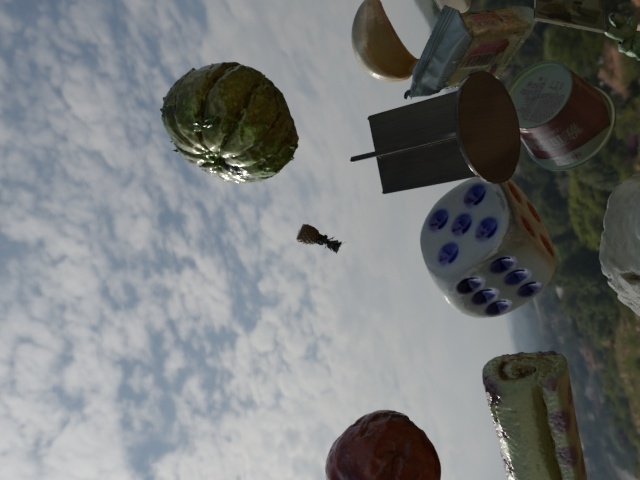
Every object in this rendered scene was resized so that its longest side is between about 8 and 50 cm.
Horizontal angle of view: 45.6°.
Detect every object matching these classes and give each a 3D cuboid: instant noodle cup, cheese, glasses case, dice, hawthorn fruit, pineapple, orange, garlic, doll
[{"bbox_3d":[0.553,-0.305,1.808,0.178,0.234,0.235,27,-137,-41],"label":"instant noodle cup"},{"bbox_3d":[0.698,0.021,1.448,0.332,0.292,0.153,30,172,-12],"label":"cheese"},{"bbox_3d":[0.301,-0.637,1.865,0.196,0.083,0.050,47,-142,-37],"label":"glasses case"},{"bbox_3d":[0.474,0.018,2.174,0.277,0.304,0.304,37,-149,-36],"label":"dice"},{"bbox_3d":[0.104,0.483,1.557,0.271,0.242,0.242,-24,-80,-43],"label":"hawthorn fruit"},{"bbox_3d":[0.000,0.000,1.991,0.058,0.124,0.058,-156,90,-83],"label":"pineapple"},{"bbox_3d":[-0.181,-0.254,1.639,0.301,0.300,0.223,37,-112,-31],"label":"orange"},{"bbox_3d":[0.162,-0.535,2.034,0.245,0.164,0.145,63,-147,-12],"label":"garlic"},{"bbox_3d":[0.825,-0.555,2.063,0.150,0.077,0.115,31,-111,-22],"label":"doll"}]

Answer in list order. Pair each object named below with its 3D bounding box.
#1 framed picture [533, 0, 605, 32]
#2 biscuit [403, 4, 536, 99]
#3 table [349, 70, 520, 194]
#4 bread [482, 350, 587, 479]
[{"bbox_3d":[0.488,-0.486,1.492,0.010,0.136,0.201,97,-175,-55],"label":"framed picture"},{"bbox_3d":[0.286,-0.360,1.440,0.309,0.186,0.079,-21,-122,-45],"label":"biscuit"},{"bbox_3d":[0.171,-0.153,1.191,0.167,0.226,0.167,9,-102,-44],"label":"table"},{"bbox_3d":[0.486,0.418,1.713,0.155,0.187,0.338,-59,-45,-60],"label":"bread"}]
